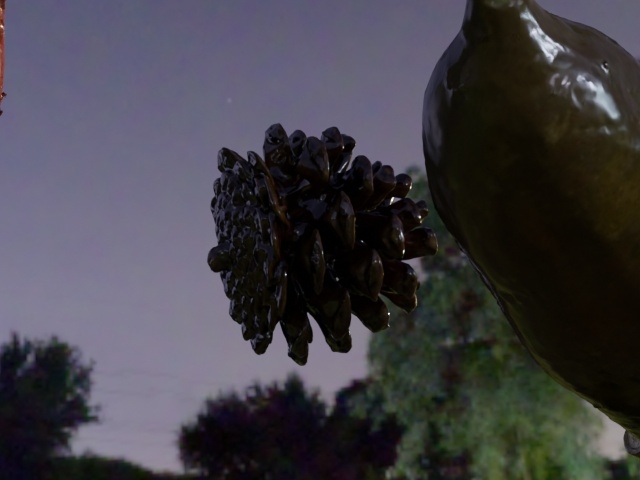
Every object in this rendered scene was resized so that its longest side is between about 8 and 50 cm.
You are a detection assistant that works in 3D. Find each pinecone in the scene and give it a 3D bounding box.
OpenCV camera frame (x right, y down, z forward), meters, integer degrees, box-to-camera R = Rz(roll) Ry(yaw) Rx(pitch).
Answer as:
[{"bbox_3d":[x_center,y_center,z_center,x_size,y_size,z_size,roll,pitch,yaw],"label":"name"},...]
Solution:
[{"bbox_3d":[0.000,0.000,0.890,0.207,0.208,0.208,-5,-16,-2],"label":"pinecone"}]

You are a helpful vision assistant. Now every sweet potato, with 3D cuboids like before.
[{"bbox_3d":[0.150,-0.007,0.602,0.157,0.158,0.369,-18,-49,37],"label":"sweet potato"}]

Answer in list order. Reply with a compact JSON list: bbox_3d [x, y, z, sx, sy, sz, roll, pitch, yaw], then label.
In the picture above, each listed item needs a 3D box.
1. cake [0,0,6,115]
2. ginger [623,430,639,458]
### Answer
[{"bbox_3d":[-0.395,-0.198,1.105,0.116,0.220,0.086,-22,-44,8],"label":"cake"},{"bbox_3d":[0.374,0.200,0.907,0.131,0.294,0.086,-46,3,18],"label":"ginger"}]
